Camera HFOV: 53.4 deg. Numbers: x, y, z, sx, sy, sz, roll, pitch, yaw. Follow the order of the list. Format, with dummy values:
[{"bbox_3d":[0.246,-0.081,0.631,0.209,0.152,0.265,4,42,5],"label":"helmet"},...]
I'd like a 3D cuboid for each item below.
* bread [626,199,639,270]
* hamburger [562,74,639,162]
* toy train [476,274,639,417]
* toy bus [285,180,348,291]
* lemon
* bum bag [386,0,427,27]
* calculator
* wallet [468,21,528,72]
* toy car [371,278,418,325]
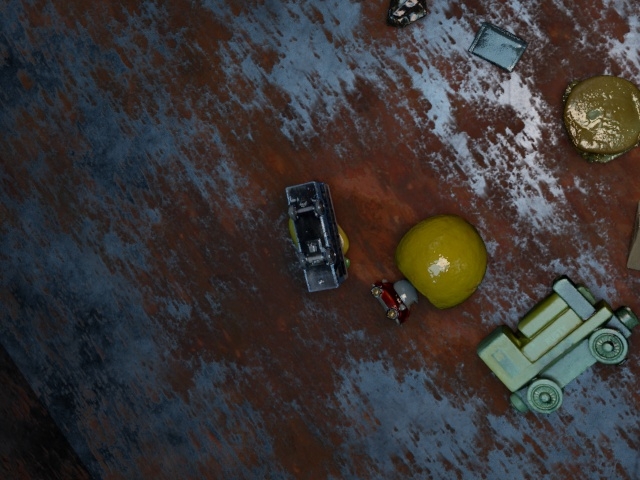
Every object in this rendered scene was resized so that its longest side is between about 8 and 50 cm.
[{"bbox_3d":[0.823,-0.011,1.602,0.077,0.105,0.152,11,135,16],"label":"bread"},{"bbox_3d":[0.683,-0.302,1.546,0.189,0.122,0.215,-25,87,14],"label":"hamburger"},{"bbox_3d":[0.611,0.270,1.657,0.397,0.160,0.253,-46,76,19],"label":"toy train"},{"bbox_3d":[-0.007,-0.014,1.784,0.106,0.131,0.297,-11,92,21],"label":"toy bus"},{"bbox_3d":[0.327,0.043,1.665,0.240,0.240,0.219,45,98,6],"label":"lemon"},{"bbox_3d":[0.230,-0.678,1.655,0.102,0.069,0.248,2,99,-7],"label":"bum bag"},{"bbox_3d":[0.000,0.000,1.870,0.146,0.032,0.235,-40,84,20],"label":"calculator"},{"bbox_3d":[0.455,-0.497,1.634,0.129,0.026,0.088,31,104,12],"label":"wallet"},{"bbox_3d":[0.218,0.158,1.796,0.112,0.112,0.139,-37,78,6],"label":"toy car"}]
